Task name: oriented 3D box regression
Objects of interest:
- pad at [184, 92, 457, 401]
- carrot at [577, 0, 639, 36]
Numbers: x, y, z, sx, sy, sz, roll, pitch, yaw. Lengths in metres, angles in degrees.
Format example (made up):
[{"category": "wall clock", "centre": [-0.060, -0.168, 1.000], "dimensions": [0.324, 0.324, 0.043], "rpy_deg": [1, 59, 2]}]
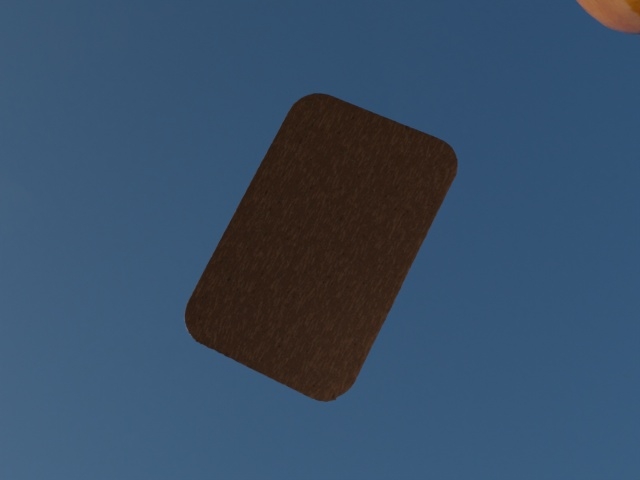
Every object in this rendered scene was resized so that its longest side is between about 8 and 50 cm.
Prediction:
[{"category": "pad", "centre": [0.000, 0.000, 1.043], "dimensions": [0.266, 0.176, 0.002], "rpy_deg": [-63, -18, -11]}, {"category": "carrot", "centre": [0.279, -0.280, 0.947], "dimensions": [0.193, 0.214, 0.331], "rpy_deg": [-29, -73, 22]}]
